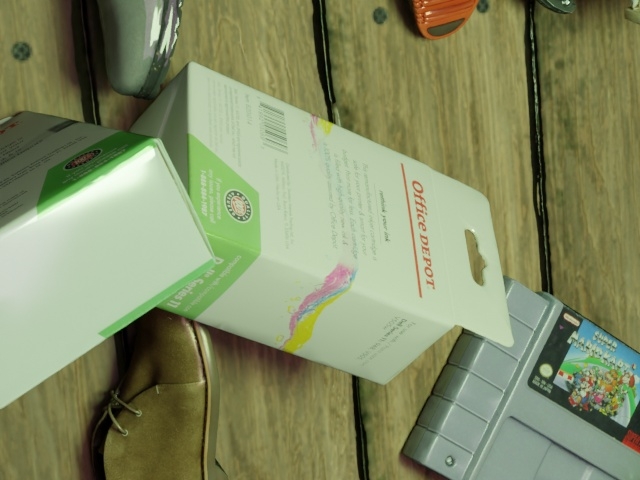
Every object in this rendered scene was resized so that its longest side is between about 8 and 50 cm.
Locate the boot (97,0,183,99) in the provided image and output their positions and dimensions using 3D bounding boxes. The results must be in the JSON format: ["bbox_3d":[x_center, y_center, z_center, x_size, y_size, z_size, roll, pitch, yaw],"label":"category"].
[{"bbox_3d":[-0.241,-0.288,1.318,0.223,0.118,0.338,-2,86,-25],"label":"boot"}]

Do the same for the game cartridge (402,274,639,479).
[{"bbox_3d":[0.279,0.211,1.680,0.355,0.068,0.230,31,85,-28],"label":"game cartridge"}]

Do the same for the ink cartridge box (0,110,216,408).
[{"bbox_3d":[-0.249,0.002,1.237,0.211,0.289,0.121,-34,114,-20],"label":"ink cartridge box"}]

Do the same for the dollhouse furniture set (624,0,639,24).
[{"bbox_3d":[0.363,-0.305,1.582,0.356,0.174,0.303,-17,121,-26],"label":"dollhouse furniture set"}]

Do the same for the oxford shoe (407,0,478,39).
[{"bbox_3d":[0.109,-0.334,1.504,0.097,0.098,0.271,-17,123,-23],"label":"oxford shoe"}]

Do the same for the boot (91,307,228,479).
[{"bbox_3d":[-0.157,0.152,1.415,0.115,0.112,0.305,-8,102,-17],"label":"boot"}]

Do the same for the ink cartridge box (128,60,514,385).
[{"bbox_3d":[0.000,0.000,1.411,0.354,0.119,0.207,22,43,-28],"label":"ink cartridge box"}]

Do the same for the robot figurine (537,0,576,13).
[{"bbox_3d":[0.229,-0.380,1.563,0.211,0.085,0.291,-41,112,-18],"label":"robot figurine"}]
